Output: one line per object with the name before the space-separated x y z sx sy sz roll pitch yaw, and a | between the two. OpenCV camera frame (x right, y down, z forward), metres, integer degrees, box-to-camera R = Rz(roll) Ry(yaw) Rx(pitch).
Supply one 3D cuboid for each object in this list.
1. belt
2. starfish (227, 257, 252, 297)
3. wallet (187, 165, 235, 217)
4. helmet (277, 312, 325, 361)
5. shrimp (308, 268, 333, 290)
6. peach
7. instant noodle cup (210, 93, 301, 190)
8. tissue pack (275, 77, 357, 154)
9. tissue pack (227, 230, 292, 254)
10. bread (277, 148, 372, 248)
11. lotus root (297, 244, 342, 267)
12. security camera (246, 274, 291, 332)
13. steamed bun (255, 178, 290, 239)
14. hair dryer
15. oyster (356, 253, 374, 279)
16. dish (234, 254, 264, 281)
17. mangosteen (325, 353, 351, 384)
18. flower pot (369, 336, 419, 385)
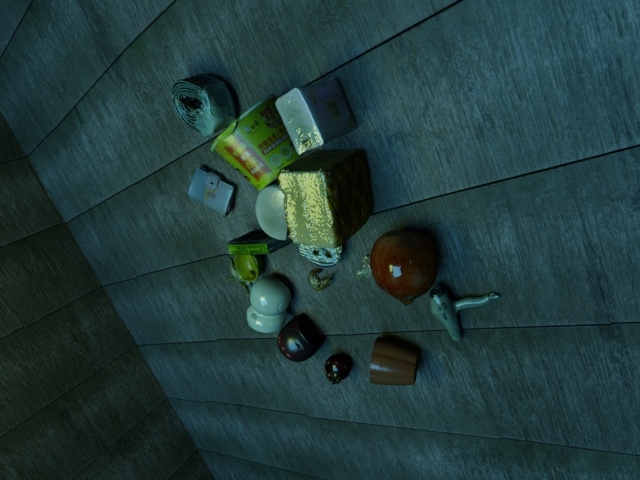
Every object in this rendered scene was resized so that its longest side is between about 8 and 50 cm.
belt | -0.454 -0.530 1.618 0.257 0.150 0.207 30 137 20
starfish | -0.406 0.187 2.062 0.216 0.050 0.224 -26 93 49
wallet | -0.483 -0.225 1.864 0.231 0.069 0.170 29 111 16
helmet | -0.100 0.459 1.910 0.189 0.193 0.216 49 161 1
shrimp | 0.001 0.157 1.758 0.162 0.045 0.095 -41 67 47
peach | 0.278 0.096 1.394 0.232 0.232 0.257 10 103 31
instant noodle cup | -0.203 -0.332 1.466 0.221 0.311 0.311 49 133 -11
tissue pack | -0.008 -0.400 1.318 0.124 0.225 0.185 -13 107 39
tissue pack | -0.255 0.006 1.760 0.235 0.173 0.073 -1 107 37
bread | 0.027 -0.149 1.400 0.207 0.279 0.279 4 114 33
lotus root | 0.004 0.002 1.639 0.203 0.078 0.183 35 117 5
security camera | -0.237 0.274 1.890 0.194 0.194 0.236 22 120 24
steamed bun | -0.156 -0.137 1.624 0.164 0.146 0.242 26 129 18
hair dryer | 0.497 0.261 1.445 0.224 0.088 0.219 2 123 18
oyster | 0.212 0.120 1.554 0.163 0.081 0.191 51 136 -5
dish | -0.319 0.105 1.924 0.149 0.080 0.208 45 133 11
mangosteen | 0.074 0.586 1.872 0.140 0.140 0.140 17 123 28
flower pot | 0.295 0.488 1.639 0.173 0.190 0.191 6 119 21
